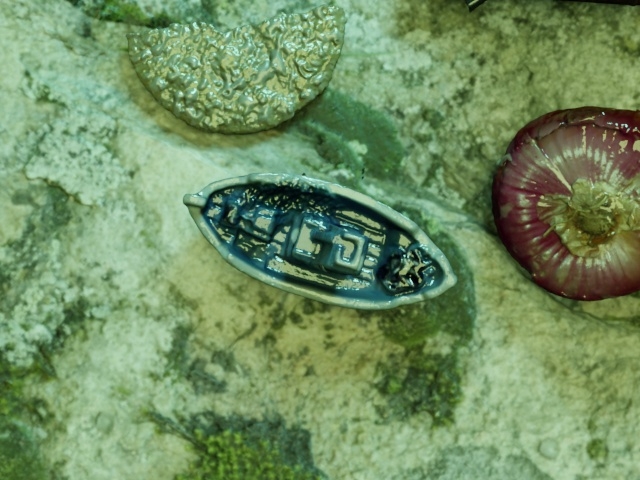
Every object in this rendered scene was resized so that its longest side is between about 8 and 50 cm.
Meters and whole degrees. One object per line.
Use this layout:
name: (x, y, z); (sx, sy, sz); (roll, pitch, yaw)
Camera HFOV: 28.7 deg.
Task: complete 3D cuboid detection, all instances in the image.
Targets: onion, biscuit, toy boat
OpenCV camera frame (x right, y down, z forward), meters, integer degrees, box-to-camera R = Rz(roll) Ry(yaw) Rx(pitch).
onion: (0.304, -0.050, 1.374); (0.230, 0.163, 0.230); (7, 114, 16)
biscuit: (-0.087, -0.187, 1.411); (0.250, 0.032, 0.133); (-8, 89, -4)
toy boat: (0.000, 0.000, 1.354); (0.309, 0.142, 0.129); (17, 89, -3)

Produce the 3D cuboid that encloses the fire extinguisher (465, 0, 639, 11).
fire extinguisher: (0.274, -0.305, 1.393); (0.341, 0.105, 0.142); (3, 65, -2)
